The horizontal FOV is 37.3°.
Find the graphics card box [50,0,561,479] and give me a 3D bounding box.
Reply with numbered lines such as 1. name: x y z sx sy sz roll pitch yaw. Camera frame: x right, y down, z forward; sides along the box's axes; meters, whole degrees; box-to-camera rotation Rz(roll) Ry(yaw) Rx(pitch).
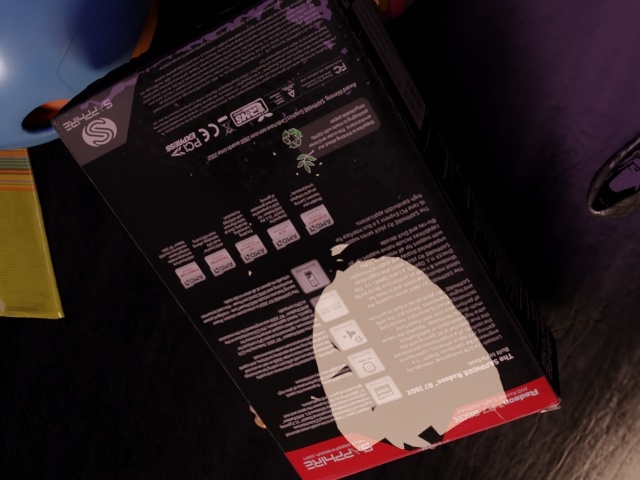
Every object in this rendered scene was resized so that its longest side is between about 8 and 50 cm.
1. graphics card box: 0.000 0.000 0.719 0.233 0.094 0.371 -24 112 23

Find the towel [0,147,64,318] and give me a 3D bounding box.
1. towel: -0.350 -0.025 1.057 0.102 0.021 0.237 1 107 30

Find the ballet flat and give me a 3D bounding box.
1. ballet flat: 0.262 -0.072 0.678 0.057 0.049 0.173 45 122 8

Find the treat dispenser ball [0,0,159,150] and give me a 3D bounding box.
1. treat dispenser ball: -0.279 -0.219 0.792 0.288 0.288 0.288 10 111 26

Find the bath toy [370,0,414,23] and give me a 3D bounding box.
1. bath toy: -0.037 -0.123 0.783 0.151 0.129 0.348 45 122 9

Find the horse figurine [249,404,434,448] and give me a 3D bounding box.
1. horse figurine: 0.009 0.097 0.871 0.263 0.066 0.174 3 116 26
